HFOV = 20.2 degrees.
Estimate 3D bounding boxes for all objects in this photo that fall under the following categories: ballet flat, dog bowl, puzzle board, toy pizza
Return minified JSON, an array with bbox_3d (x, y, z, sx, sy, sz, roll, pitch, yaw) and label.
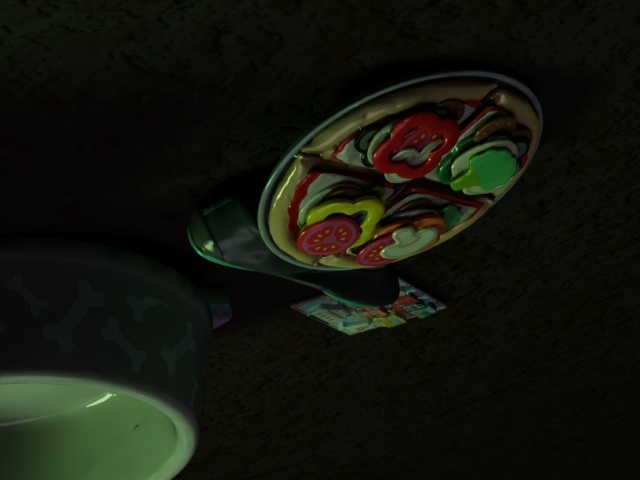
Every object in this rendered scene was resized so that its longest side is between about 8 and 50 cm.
[{"bbox_3d":[0.000,0.000,1.271,0.203,0.074,0.074,16,147,-41],"label":"ballet flat"},{"bbox_3d":[-0.248,0.125,1.359,0.349,0.102,0.348,-8,152,-4],"label":"dog bowl"},{"bbox_3d":[0.044,0.058,1.540,0.096,0.011,0.128,-18,159,19],"label":"puzzle board"},{"bbox_3d":[0.056,-0.036,1.170,0.201,0.032,0.201,-18,148,-11],"label":"toy pizza"}]

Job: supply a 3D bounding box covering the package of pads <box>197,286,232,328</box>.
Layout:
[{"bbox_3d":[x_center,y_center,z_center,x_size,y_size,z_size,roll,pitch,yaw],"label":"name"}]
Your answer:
[{"bbox_3d":[-0.116,0.063,1.435,0.050,0.032,0.083,12,150,-43],"label":"package of pads"}]
